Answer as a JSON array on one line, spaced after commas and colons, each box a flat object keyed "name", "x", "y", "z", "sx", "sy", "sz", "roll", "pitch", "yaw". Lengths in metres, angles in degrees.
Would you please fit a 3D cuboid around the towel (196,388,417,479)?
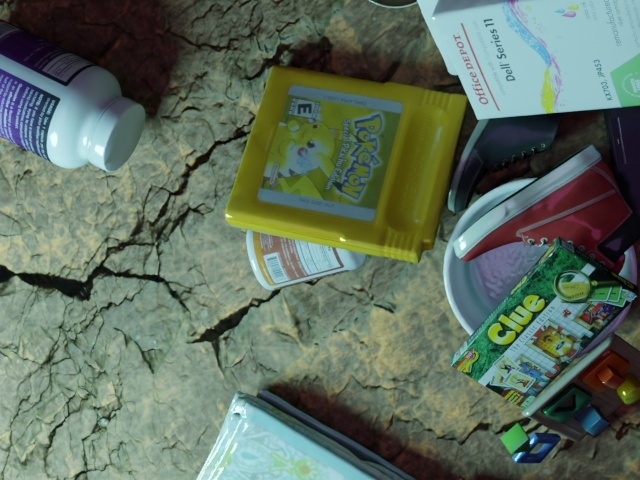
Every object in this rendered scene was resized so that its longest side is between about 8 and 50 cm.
[{"name": "towel", "x": -0.043, "y": 0.468, "z": 1.657, "sx": 0.375, "sy": 0.090, "sz": 0.320, "roll": 30, "pitch": 106, "yaw": 9}]

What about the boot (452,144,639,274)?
[{"name": "boot", "x": 0.324, "y": 0.003, "z": 1.364, "sx": 0.244, "sy": 0.088, "sz": 0.176, "roll": -33, "pitch": 90, "yaw": 12}]

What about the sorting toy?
[{"name": "sorting toy", "x": 0.420, "y": 0.233, "z": 1.458, "sx": 0.347, "sy": 0.196, "sz": 0.047, "roll": -46, "pitch": 47, "yaw": 15}]

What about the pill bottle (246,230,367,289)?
[{"name": "pill bottle", "x": 0.000, "y": 0.000, "z": 1.566, "sx": 0.216, "sy": 0.121, "sz": 0.121, "roll": -15, "pitch": 93, "yaw": 15}]

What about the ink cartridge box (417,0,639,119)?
[{"name": "ink cartridge box", "x": 0.294, "y": -0.282, "z": 1.339, "sx": 0.354, "sy": 0.119, "sz": 0.207, "roll": -1, "pitch": 140, "yaw": 33}]

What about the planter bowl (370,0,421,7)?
[{"name": "planter bowl", "x": 0.126, "y": -0.434, "z": 1.483, "sx": 0.162, "sy": 0.109, "sz": 0.162, "roll": 2, "pitch": 98, "yaw": 14}]

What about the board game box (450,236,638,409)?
[{"name": "board game box", "x": 0.314, "y": 0.124, "z": 1.383, "sx": 0.136, "sy": 0.030, "sz": 0.259, "roll": 32, "pitch": 121, "yaw": -5}]

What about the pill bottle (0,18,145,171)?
[{"name": "pill bottle", "x": -0.464, "y": -0.237, "z": 1.622, "sx": 0.323, "sy": 0.181, "sz": 0.181, "roll": 27, "pitch": 103, "yaw": 10}]

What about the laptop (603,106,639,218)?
[{"name": "laptop", "x": 0.536, "y": -0.138, "z": 1.329, "sx": 0.265, "sy": 0.136, "sz": 0.234, "roll": -9, "pitch": 94, "yaw": 15}]

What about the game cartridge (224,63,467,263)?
[{"name": "game cartridge", "x": 0.043, "y": -0.126, "z": 1.508, "sx": 0.324, "sy": 0.052, "sz": 0.285, "roll": 11, "pitch": 70, "yaw": 13}]

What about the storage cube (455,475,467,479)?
[{"name": "storage cube", "x": 0.236, "y": 0.530, "z": 1.530, "sx": 0.184, "sy": 0.215, "sz": 0.193, "roll": 31, "pitch": 109, "yaw": 8}]

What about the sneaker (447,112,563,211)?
[{"name": "sneaker", "x": 0.285, "y": -0.129, "z": 1.496, "sx": 0.118, "sy": 0.083, "sz": 0.222, "roll": 26, "pitch": 102, "yaw": 9}]

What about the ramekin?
[{"name": "ramekin", "x": 0.334, "y": 0.039, "z": 1.478, "sx": 0.277, "sy": 0.135, "sz": 0.277, "roll": 2, "pitch": 98, "yaw": 15}]
